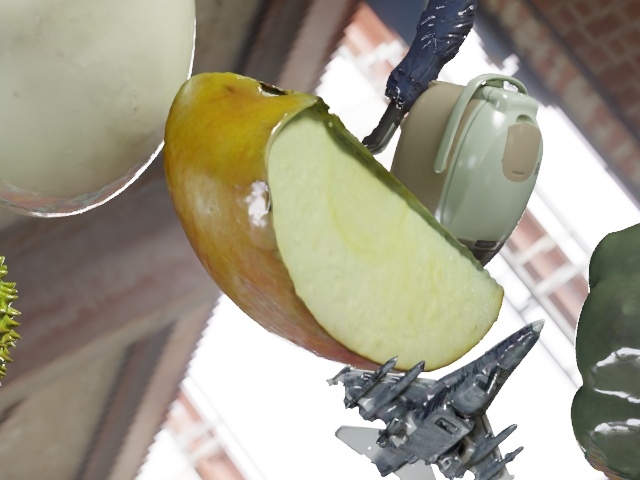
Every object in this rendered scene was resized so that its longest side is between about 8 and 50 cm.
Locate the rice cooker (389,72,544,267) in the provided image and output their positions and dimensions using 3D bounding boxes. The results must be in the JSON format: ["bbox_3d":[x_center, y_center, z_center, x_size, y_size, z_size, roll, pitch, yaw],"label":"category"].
[{"bbox_3d":[0.143,-0.070,1.868,0.145,0.127,0.206,3,-80,-56],"label":"rice cooker"}]

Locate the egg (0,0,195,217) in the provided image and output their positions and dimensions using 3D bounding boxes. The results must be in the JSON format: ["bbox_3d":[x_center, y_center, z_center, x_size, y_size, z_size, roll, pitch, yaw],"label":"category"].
[{"bbox_3d":[-0.244,-0.176,1.594,0.283,0.283,0.345,-29,-50,-25],"label":"egg"}]

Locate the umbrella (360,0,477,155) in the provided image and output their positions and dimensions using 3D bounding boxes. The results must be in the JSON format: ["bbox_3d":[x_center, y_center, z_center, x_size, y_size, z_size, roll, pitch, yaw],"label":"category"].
[{"bbox_3d":[0.125,-0.210,2.359,0.248,0.071,0.071,-63,-15,-8],"label":"umbrella"}]

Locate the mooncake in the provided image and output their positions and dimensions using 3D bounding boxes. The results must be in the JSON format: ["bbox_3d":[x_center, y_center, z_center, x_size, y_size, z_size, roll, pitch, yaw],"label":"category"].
[{"bbox_3d":[0.218,0.073,1.146,0.104,0.168,0.175,-1,33,25],"label":"mooncake"}]

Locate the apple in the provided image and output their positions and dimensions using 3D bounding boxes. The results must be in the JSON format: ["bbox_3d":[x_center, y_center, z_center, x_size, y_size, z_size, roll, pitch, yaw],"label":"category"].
[{"bbox_3d":[0.000,0.000,1.554,0.179,0.254,0.346,-38,-49,13],"label":"apple"}]

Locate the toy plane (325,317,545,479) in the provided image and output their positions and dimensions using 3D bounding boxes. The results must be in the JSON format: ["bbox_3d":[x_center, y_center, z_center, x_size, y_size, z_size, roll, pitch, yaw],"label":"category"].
[{"bbox_3d":[0.090,0.126,1.346,0.234,0.160,0.082,-43,15,56],"label":"toy plane"}]

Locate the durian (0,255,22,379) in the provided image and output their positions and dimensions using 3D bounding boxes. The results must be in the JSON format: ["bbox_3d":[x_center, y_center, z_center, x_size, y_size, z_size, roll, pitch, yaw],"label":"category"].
[{"bbox_3d":[-0.387,0.081,1.455,0.291,0.291,0.224,-37,-14,-2],"label":"durian"}]
